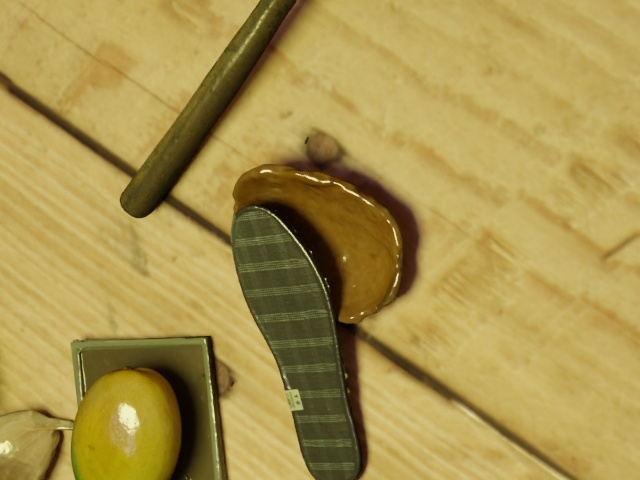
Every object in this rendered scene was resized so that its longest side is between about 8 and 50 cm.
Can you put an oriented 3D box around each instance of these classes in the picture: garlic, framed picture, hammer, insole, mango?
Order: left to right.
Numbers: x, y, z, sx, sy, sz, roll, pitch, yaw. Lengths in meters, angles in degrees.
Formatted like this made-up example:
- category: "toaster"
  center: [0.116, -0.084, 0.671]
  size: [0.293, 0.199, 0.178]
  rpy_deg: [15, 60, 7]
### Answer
- category: "garlic"
  center: [-0.358, 0.266, 1.659]
  size: [0.128, 0.090, 0.198]
  rpy_deg: [31, 102, -1]
- category: "mango"
  center: [-0.212, 0.230, 1.529]
  size: [0.130, 0.092, 0.194]
  rpy_deg: [8, 107, 26]
- category: "framed picture"
  center: [-0.192, 0.236, 1.576]
  size: [0.189, 0.023, 0.260]
  rpy_deg: [-5, 92, 26]
- category: "hammer"
  center: [-0.091, -0.180, 1.428]
  size: [0.044, 0.168, 0.440]
  rpy_deg: [53, 125, 19]
- category: "insole"
  center: [-0.024, 0.110, 1.447]
  size: [0.110, 0.012, 0.309]
  rpy_deg: [-8, 101, 34]

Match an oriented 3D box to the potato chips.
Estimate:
- category: "potato chips"
  center: [0.000, 0.000, 1.431]
  size: [0.202, 0.049, 0.150]
  rpy_deg: [19, 116, 28]
